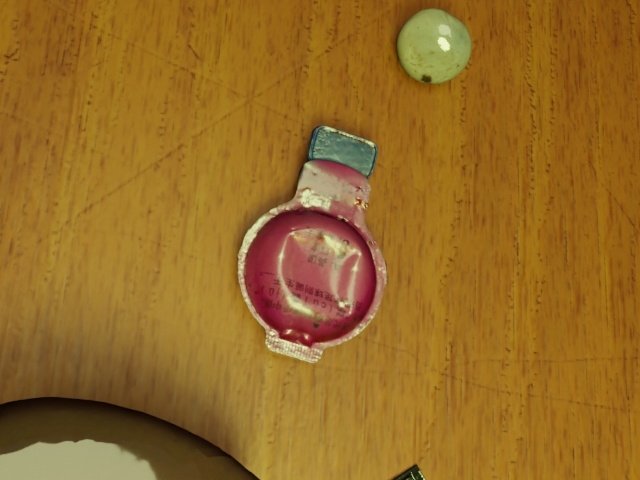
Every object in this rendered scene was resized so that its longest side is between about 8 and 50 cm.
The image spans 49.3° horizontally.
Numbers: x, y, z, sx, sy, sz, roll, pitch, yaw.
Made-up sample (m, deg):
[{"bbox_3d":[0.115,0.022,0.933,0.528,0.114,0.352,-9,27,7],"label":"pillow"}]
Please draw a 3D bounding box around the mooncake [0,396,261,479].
[{"bbox_3d":[-0.192,0.279,0.530,0.333,0.174,0.326,-17,80,-27],"label":"mooncake"}]

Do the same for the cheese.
[{"bbox_3d":[0.000,0.000,0.707,0.155,0.062,0.244,17,73,-11],"label":"cheese"}]

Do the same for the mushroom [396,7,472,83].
[{"bbox_3d":[0.130,-0.224,0.796,0.085,0.085,0.079,33,29,-5],"label":"mushroom"}]

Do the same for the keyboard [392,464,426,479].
[{"bbox_3d":[0.117,0.327,0.686,0.074,0.015,0.196,-27,86,-19],"label":"keyboard"}]
